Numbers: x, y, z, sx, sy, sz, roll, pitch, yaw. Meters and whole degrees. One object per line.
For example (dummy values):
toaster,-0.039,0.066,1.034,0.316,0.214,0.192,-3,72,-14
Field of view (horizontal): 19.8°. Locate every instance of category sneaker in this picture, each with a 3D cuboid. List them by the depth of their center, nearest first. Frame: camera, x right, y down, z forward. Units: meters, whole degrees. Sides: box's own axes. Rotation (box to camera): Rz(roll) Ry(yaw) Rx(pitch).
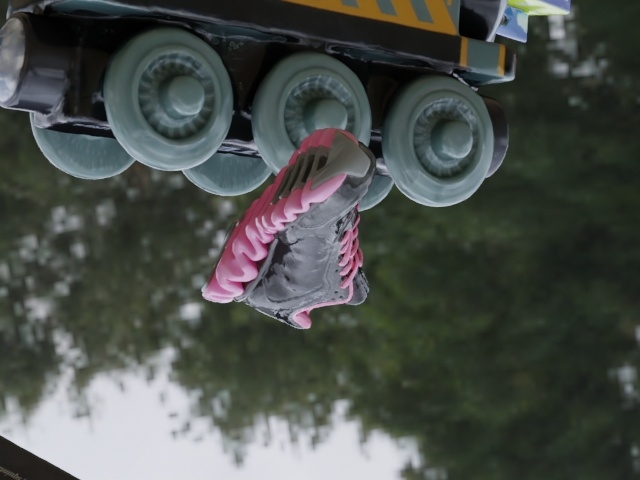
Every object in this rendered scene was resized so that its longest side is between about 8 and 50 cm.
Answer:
sneaker,0.000,0.000,0.705,0.047,0.057,0.119,-62,-171,-32

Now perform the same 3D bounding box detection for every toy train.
toy train,-0.027,-0.122,1.055,0.334,0.190,0.142,7,176,-31

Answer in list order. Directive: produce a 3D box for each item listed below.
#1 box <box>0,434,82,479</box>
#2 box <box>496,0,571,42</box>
box,-0.339,0.404,1.703,0.293,0.212,0.395,23,-139,33
box,0.150,-0.244,1.372,0.042,0.178,0.109,2,178,34
